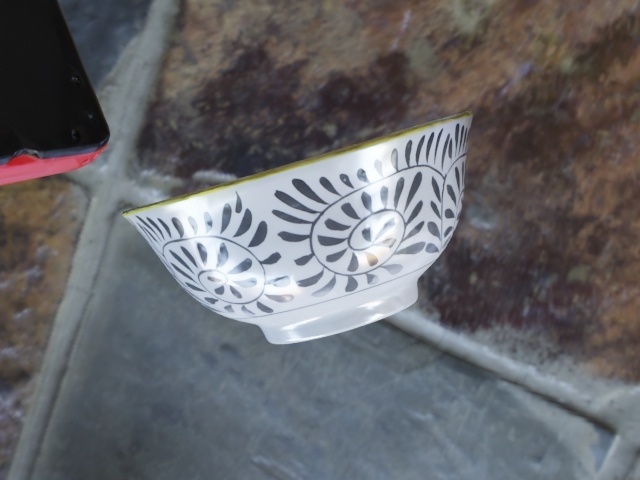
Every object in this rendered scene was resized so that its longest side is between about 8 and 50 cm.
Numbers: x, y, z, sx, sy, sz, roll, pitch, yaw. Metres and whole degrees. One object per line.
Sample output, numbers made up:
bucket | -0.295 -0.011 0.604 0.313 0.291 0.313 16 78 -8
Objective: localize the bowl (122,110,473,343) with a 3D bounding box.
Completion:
bowl | 0.000 0.000 0.574 0.170 0.170 0.080 -16 94 21

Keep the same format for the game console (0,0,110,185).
game console | -0.323 -0.210 0.823 0.060 0.342 0.386 -22 89 29
